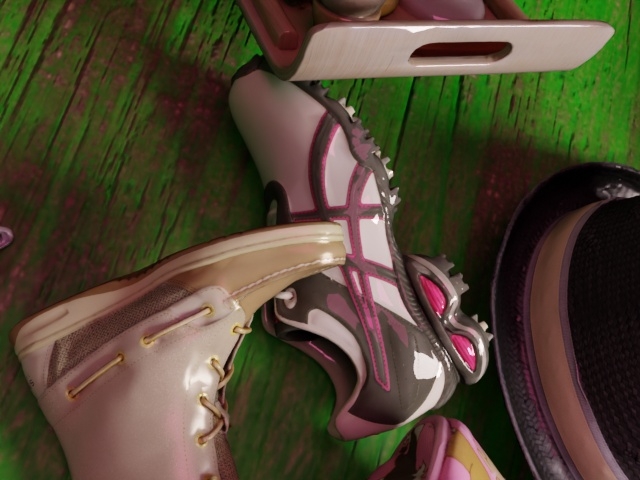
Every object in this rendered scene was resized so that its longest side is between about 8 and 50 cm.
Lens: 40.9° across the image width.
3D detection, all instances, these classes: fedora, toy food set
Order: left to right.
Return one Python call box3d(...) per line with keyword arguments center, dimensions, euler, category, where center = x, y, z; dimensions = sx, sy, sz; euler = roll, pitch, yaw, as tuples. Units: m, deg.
box3d(center=(0.042, -0.226, 0.627), dimensions=(0.219, 0.092, 0.306), euler=(-7, 49, -22), category="toy food set")
box3d(center=(0.276, 0.079, 0.589), dimensions=(0.333, 0.152, 0.334), euler=(11, 65, -25), category="fedora")

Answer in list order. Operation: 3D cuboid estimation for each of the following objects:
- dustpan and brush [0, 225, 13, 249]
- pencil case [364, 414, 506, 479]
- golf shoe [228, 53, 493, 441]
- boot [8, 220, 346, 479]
box3d(center=(-0.262, 0.028, 0.476), dimensions=(0.211, 0.060, 0.147), euler=(-19, 114, -39), category="dustpan and brush")
box3d(center=(0.168, 0.273, 0.487), dimensions=(0.386, 0.160, 0.167), euler=(39, 38, 1), category="pencil case")
box3d(center=(0.000, 0.000, 0.577), dimensions=(0.120, 0.105, 0.273), euler=(-30, 82, -18), category="golf shoe")
box3d(center=(-0.063, 0.090, 0.507), dimensions=(0.213, 0.077, 0.165), euler=(-22, 80, 5), category="boot")
